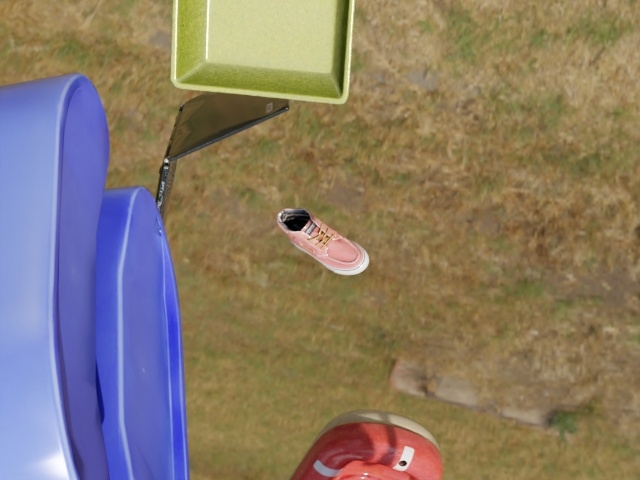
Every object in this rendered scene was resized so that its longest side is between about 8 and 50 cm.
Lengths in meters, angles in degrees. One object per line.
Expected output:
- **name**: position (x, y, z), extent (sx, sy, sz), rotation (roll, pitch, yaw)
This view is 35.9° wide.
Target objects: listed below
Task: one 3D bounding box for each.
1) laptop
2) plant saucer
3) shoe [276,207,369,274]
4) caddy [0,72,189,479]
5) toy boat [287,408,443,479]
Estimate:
- **laptop**: position (-0.132, -0.094, 1.273), extent (0.137, 0.234, 0.264), rotation (11, 114, -6)
- **plant saucer**: position (-0.053, -0.240, 0.988), extent (0.188, 0.045, 0.188), rotation (8, 106, 13)
- **shoe**: position (0.000, 0.000, 1.724), extent (0.178, 0.063, 0.081), rotation (27, 167, 36)
- **caddy**: position (-0.193, 0.065, 0.569), extent (0.179, 0.341, 0.241), rotation (-12, 143, 4)
- **toy boat**: position (0.044, 0.304, 1.110), extent (0.151, 0.151, 0.231), rotation (22, 117, -16)
